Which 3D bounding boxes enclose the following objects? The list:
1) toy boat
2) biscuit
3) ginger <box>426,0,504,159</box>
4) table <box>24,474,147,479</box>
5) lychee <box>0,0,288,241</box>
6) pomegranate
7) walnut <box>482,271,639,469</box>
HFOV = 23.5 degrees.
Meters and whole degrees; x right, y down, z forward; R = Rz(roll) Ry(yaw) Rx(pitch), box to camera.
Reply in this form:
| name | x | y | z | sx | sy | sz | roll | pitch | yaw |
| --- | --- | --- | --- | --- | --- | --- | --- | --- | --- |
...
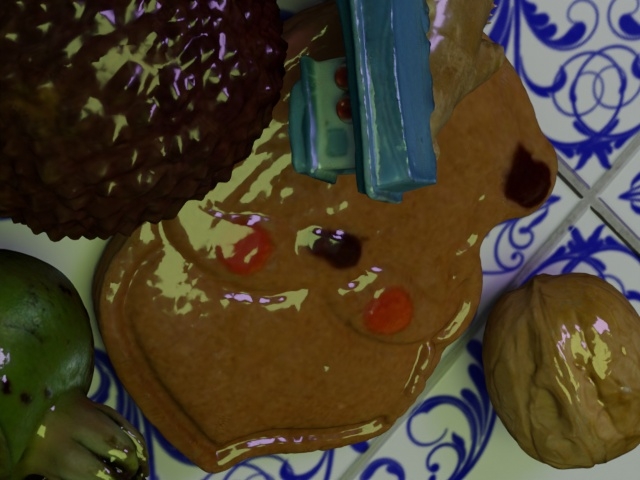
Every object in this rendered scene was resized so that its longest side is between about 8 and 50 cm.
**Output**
| name | x | y | z | sx | sy | sz | roll | pitch | yaw |
| --- | --- | --- | --- | --- | --- | --- | --- | --- | --- |
| toy boat | 0.022 | -0.144 | 1.097 | 0.098 | 0.109 | 0.237 | -5 | 87 | 19 |
| biscuit | 0.000 | 0.000 | 1.332 | 0.350 | 0.078 | 0.455 | 28 | 97 | -25 |
| ginger | 0.116 | -0.250 | 1.235 | 0.363 | 0.122 | 0.348 | -15 | 99 | -26 |
| table | -0.210 | 0.318 | 1.232 | 0.250 | 0.282 | 0.196 | -37 | 119 | -7 |
| lychee | -0.157 | -0.144 | 1.088 | 0.276 | 0.275 | 0.304 | 24 | 119 | -29 |
| pomegranate | -0.235 | 0.093 | 1.175 | 0.159 | 0.241 | 0.190 | -46 | 133 | -38 |
| walnut | 0.232 | 0.119 | 1.425 | 0.159 | 0.159 | 0.206 | -32 | 120 | -10 |
